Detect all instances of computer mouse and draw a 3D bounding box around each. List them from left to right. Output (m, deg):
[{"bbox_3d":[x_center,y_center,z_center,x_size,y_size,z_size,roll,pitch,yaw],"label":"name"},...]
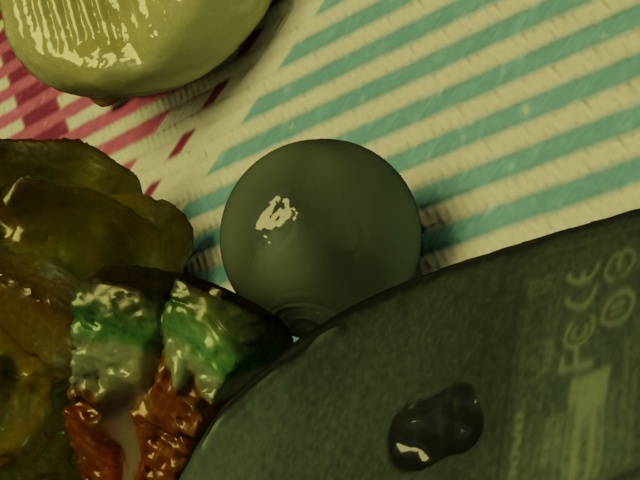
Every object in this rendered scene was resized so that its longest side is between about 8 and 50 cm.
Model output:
[{"bbox_3d":[0.079,0.099,0.758,0.374,0.114,0.203,-23,43,42],"label":"computer mouse"}]

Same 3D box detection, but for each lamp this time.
[{"bbox_3d":[0.000,0.000,0.995,0.105,0.105,0.105,-39,37,38],"label":"lamp"}]

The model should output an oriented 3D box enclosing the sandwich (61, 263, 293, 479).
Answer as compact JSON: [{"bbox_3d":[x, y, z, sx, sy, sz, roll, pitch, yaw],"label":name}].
[{"bbox_3d":[-0.077,0.095,0.957,0.185,0.109,0.160,57,-132,-76],"label":"sandwich"}]

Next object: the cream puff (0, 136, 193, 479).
[{"bbox_3d":[-0.188,0.044,1.212,0.244,0.196,0.244,-6,79,31],"label":"cream puff"}]

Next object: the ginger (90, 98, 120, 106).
[{"bbox_3d":[-0.137,-0.124,1.396,0.097,0.030,0.048,-10,86,54],"label":"ginger"}]

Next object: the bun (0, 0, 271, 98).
[{"bbox_3d":[-0.110,-0.201,1.311,0.229,0.145,0.229,-1,88,32],"label":"bun"}]
